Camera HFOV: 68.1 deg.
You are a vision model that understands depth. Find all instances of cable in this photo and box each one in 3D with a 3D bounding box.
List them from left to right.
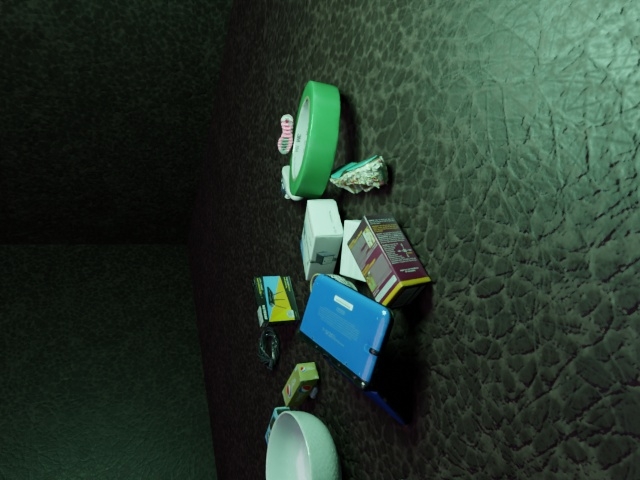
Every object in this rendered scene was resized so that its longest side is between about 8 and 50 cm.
[{"bbox_3d":[-0.210,0.417,1.872,0.184,0.047,0.151,-140,54,-60],"label":"cable"}]

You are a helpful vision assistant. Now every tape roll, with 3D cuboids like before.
[{"bbox_3d":[-0.022,-0.280,1.342,0.321,0.077,0.321,-172,90,-77],"label":"tape roll"}]

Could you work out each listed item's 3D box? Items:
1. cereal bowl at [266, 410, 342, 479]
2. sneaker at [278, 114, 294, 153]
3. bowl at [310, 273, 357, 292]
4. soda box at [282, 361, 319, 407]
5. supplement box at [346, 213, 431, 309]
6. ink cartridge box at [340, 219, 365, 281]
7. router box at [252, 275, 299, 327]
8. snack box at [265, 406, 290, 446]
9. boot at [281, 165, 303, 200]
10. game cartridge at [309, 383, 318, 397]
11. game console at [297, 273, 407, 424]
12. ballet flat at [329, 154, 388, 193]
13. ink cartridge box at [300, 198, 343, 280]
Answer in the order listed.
[{"bbox_3d":[-0.036,0.662,1.353,0.339,0.141,0.339,-27,59,60],"label":"cereal bowl"},{"bbox_3d":[-0.100,-0.326,1.468,0.057,0.047,0.119,-33,-47,-77],"label":"sneaker"},{"bbox_3d":[0.051,0.154,1.236,0.170,0.080,0.170,42,142,44],"label":"bowl"},{"bbox_3d":[-0.065,0.458,1.496,0.181,0.061,0.058,115,146,-42],"label":"soda box"},{"bbox_3d":[0.144,0.045,1.029,0.188,0.080,0.104,65,146,30],"label":"supplement box"},{"bbox_3d":[0.126,0.030,1.165,0.179,0.045,0.145,13,102,46],"label":"ink cartridge box"},{"bbox_3d":[-0.158,0.210,1.654,0.046,0.133,0.179,119,143,-47],"label":"router box"},{"bbox_3d":[-0.111,0.769,1.635,0.322,0.060,0.187,-117,36,-45],"label":"snack box"},{"bbox_3d":[-0.094,-0.170,1.612,0.190,0.069,0.086,-107,21,-49],"label":"boot"},{"bbox_3d":[-0.031,0.460,1.516,0.083,0.017,0.056,-123,36,-50],"label":"game cartridge"},{"bbox_3d":[0.092,0.243,1.101,0.293,0.173,0.250,23,97,56],"label":"game console"},{"bbox_3d":[0.092,-0.154,1.180,0.077,0.091,0.241,60,164,-13],"label":"ballet flat"},{"bbox_3d":[0.000,0.000,1.321,0.191,0.082,0.140,100,164,-47],"label":"ink cartridge box"}]
